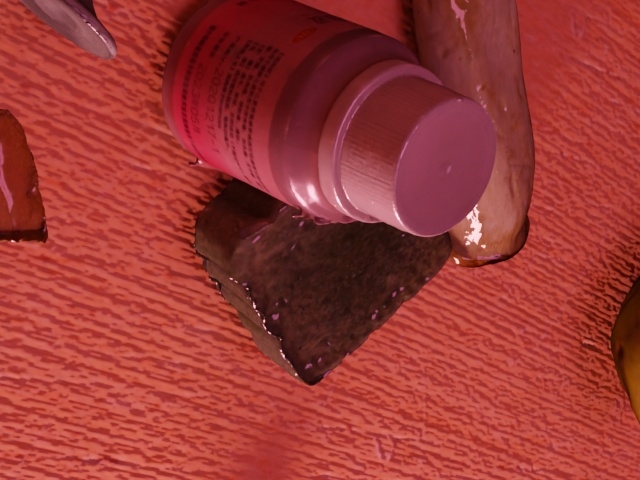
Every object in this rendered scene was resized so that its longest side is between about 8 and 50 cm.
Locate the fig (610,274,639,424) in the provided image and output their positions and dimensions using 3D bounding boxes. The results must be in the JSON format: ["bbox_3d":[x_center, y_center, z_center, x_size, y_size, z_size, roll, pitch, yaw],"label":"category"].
[{"bbox_3d":[0.435,0.103,1.716,0.271,0.239,0.239,-43,136,-37],"label":"fig"}]

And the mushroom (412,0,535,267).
[{"bbox_3d":[0.137,-0.114,1.418,0.100,0.081,0.312,-34,129,-36],"label":"mushroom"}]

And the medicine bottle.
[{"bbox_3d":[0.004,-0.090,1.175,0.147,0.247,0.147,-22,124,-37],"label":"medicine bottle"}]

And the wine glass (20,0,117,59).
[{"bbox_3d":[-0.123,-0.312,1.040,0.309,0.096,0.264,-54,142,-10],"label":"wine glass"}]

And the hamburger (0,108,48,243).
[{"bbox_3d":[-0.301,-0.051,1.003,0.262,0.124,0.131,0,91,-49],"label":"hamburger"}]

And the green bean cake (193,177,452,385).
[{"bbox_3d":[0.000,0.000,1.330,0.185,0.094,0.183,-45,135,-18],"label":"green bean cake"}]
